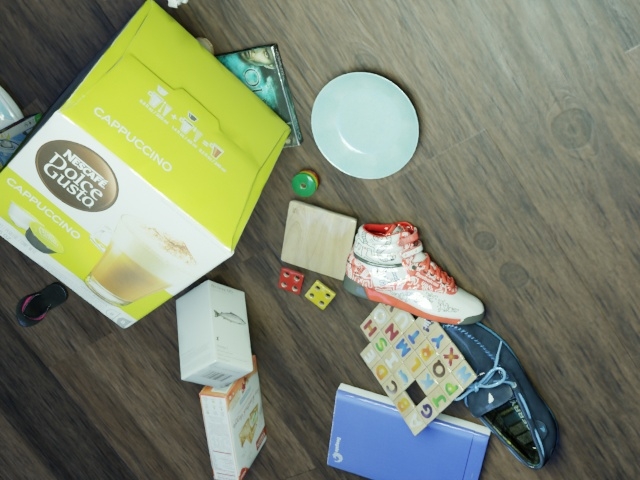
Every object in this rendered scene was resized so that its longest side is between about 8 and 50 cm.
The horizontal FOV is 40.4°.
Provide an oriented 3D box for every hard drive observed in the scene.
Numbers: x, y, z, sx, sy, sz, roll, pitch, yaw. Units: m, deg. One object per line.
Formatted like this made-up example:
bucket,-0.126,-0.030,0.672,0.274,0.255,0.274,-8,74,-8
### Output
hard drive,0.178,0.432,1.817,0.318,0.040,0.210,15,121,14

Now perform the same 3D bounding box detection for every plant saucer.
plant saucer,0.080,-0.203,1.518,0.195,0.037,0.195,9,120,17

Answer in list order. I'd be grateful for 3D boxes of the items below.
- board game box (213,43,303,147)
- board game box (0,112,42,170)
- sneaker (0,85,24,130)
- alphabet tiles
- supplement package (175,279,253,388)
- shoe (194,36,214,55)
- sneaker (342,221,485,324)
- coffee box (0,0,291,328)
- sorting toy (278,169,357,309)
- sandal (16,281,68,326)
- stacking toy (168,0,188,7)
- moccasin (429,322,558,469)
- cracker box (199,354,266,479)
board game box,-0.113,-0.254,1.575,0.126,0.026,0.186,-5,114,25
board game box,-0.601,-0.155,1.721,0.035,0.201,0.136,-6,115,25
sneaker,-0.683,-0.164,1.746,0.127,0.208,0.319,-10,112,28
alphabet tiles,0.170,0.220,1.655,0.237,0.009,0.198,55,129,25
supplement package,-0.215,0.189,1.751,0.105,0.179,0.105,-31,144,32
shoe,-0.277,-0.288,1.604,0.076,0.058,0.219,42,124,-3
sneaker,0.182,0.054,1.583,0.270,0.090,0.145,15,113,7
coffee box,-0.311,-0.125,1.481,0.337,0.338,0.334,41,133,-19
sorting toy,0.000,0.000,1.654,0.132,0.046,0.275,17,121,13
sandal,-0.650,0.150,2.001,0.179,0.040,0.067,-31,102,32
stacking toy,-0.314,-0.517,1.501,0.167,0.052,0.221,13,120,15
moccasin,0.331,0.280,1.627,0.342,0.117,0.138,45,124,-5
cracker box,-0.183,0.379,1.866,0.067,0.156,0.232,5,119,18
